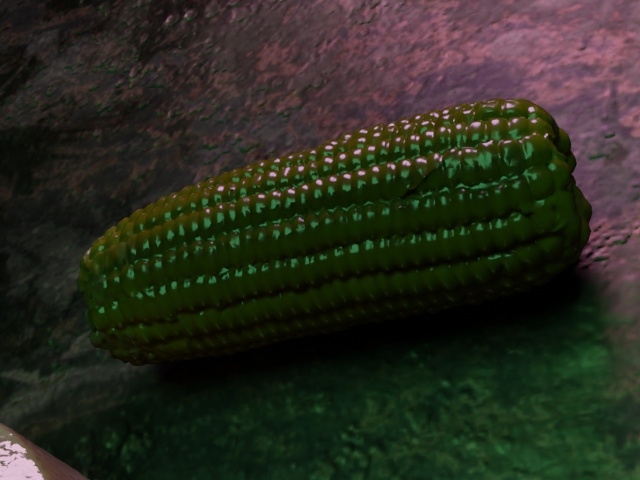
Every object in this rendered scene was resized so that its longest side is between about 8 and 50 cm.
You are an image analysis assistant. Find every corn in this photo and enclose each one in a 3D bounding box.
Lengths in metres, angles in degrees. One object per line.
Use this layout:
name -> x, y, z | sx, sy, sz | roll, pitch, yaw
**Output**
corn -> 0.000, 0.000, 0.788 | 0.344, 0.131, 0.131 | -14, 50, 20

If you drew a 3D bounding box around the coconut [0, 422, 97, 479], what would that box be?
coconut -> -0.210, 0.206, 0.683 | 0.197, 0.237, 0.237 | -39, 46, -5
